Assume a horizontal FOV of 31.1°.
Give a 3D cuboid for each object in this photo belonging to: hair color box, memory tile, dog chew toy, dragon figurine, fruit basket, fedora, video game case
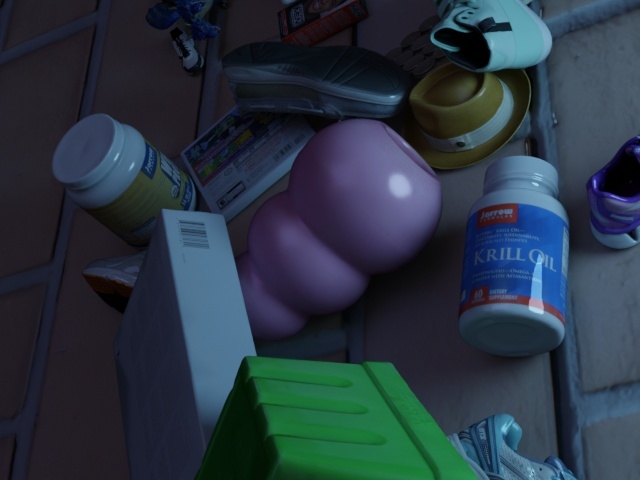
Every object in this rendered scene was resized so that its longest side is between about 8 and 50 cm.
[{"bbox_3d":[0.002,-0.362,1.836,0.141,0.043,0.072,-25,48,19],"label":"hair color box"},{"bbox_3d":[0.157,-0.281,1.660,0.113,0.012,0.148,-42,26,-4],"label":"memory tile"},{"bbox_3d":[0.000,0.000,1.497,0.332,0.206,0.207,-44,45,13],"label":"dog chew toy"},{"bbox_3d":[-0.261,-0.421,1.990,0.289,0.085,0.144,23,43,35],"label":"dragon figurine"},{"bbox_3d":[0.069,0.298,1.115,0.392,0.392,0.283,29,100,43],"label":"fruit basket"},{"bbox_3d":[0.187,-0.190,1.566,0.194,0.079,0.194,-19,52,25],"label":"fedora"},{"bbox_3d":[-0.112,-0.143,1.784,0.201,0.023,0.183,-40,46,8],"label":"video game case"}]

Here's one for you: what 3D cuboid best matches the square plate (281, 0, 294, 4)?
[{"bbox_3d":[0.037,-0.590,1.912,0.347,0.049,0.344,-28,61,10],"label":"square plate"}]

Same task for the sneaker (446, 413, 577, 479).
[{"bbox_3d":[0.227,0.289,1.200,0.122,0.110,0.283,-34,50,-4],"label":"sneaker"}]

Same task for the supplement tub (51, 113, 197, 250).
[{"bbox_3d":[-0.298,-0.088,1.754,0.144,0.199,0.144,-18,53,25],"label":"supplement tub"}]

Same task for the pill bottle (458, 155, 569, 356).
[{"bbox_3d":[0.232,0.015,1.365,0.124,0.124,0.222,-10,56,30],"label":"pill bottle"}]

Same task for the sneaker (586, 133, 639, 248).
[{"bbox_3d":[0.404,-0.093,1.332,0.236,0.104,0.095,-38,45,7],"label":"sneaker"}]

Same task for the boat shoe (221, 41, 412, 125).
[{"bbox_3d":[-0.005,-0.221,1.692,0.320,0.103,0.118,12,39,31],"label":"boat shoe"}]

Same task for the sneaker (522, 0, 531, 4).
[{"bbox_3d":[0.300,-0.409,1.627,0.111,0.103,0.252,31,89,42],"label":"sneaker"}]

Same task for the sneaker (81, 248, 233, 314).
[{"bbox_3d":[-0.235,0.044,1.709,0.262,0.099,0.121,3,51,32],"label":"sneaker"}]

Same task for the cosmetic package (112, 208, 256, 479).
[{"bbox_3d":[-0.171,0.193,1.449,0.284,0.097,0.377,119,147,-40],"label":"cosmetic package"}]

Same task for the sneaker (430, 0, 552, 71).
[{"bbox_3d":[0.180,-0.322,1.536,0.256,0.151,0.094,47,132,22],"label":"sneaker"}]

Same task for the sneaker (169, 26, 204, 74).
[{"bbox_3d":[-0.235,-0.326,1.980,0.040,0.044,0.109,-36,48,7],"label":"sneaker"}]
